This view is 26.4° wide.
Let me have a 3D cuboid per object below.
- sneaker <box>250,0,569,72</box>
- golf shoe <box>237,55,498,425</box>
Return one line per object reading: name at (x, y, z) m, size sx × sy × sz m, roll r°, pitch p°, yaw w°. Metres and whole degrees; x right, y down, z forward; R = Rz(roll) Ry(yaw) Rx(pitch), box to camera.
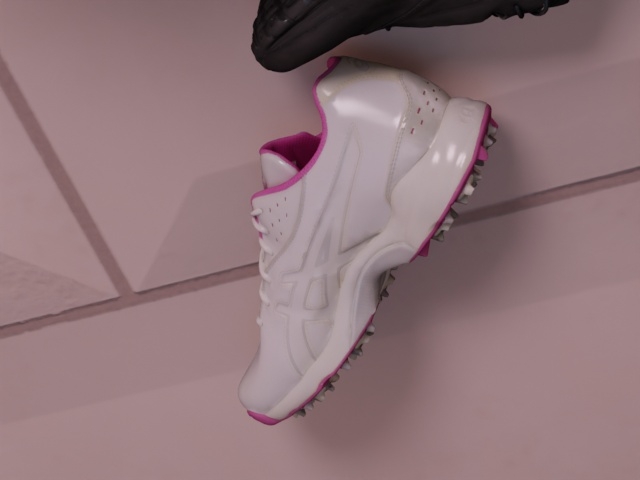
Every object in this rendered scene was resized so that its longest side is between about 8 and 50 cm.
sneaker at (0.083, -0.173, 0.831) m, size 0.286 × 0.109 × 0.130 m, roll -30°, pitch 123°, yaw 25°
golf shoe at (0.000, 0.000, 0.976) m, size 0.140 × 0.115 × 0.306 m, roll 30°, pitch 118°, yaw -4°
